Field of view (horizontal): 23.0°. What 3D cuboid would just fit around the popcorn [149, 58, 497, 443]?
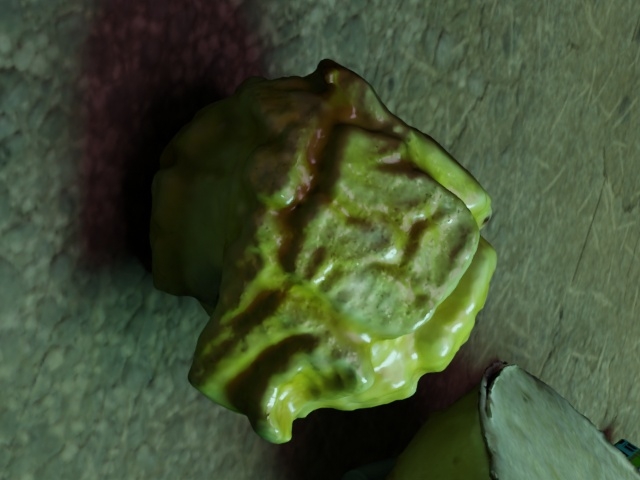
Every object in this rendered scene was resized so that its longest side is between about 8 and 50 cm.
[{"bbox_3d":[-0.001,0.001,0.840,0.167,0.187,0.185,-46,158,15],"label":"popcorn"}]

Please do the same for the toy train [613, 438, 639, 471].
[{"bbox_3d":[0.205,0.222,1.295,0.209,0.042,0.044,-23,139,-49],"label":"toy train"}]

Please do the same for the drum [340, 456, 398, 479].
[{"bbox_3d":[0.102,0.145,1.123,0.253,0.049,0.130,28,77,-54],"label":"drum"}]

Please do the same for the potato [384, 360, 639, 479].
[{"bbox_3d":[0.119,0.312,1.032,0.397,0.296,0.290,38,28,-35],"label":"potato"}]
